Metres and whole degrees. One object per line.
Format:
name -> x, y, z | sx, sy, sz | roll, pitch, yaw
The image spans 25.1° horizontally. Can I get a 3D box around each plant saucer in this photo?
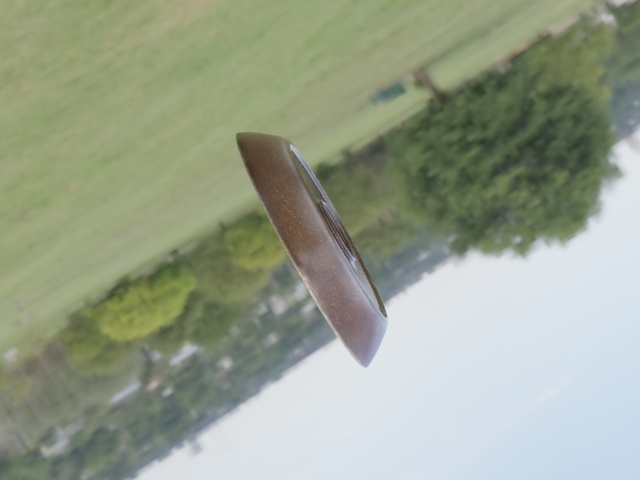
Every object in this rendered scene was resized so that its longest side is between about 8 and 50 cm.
plant saucer -> 0.000, 0.000, 0.900 | 0.029, 0.168, 0.168 | -28, -179, 6
